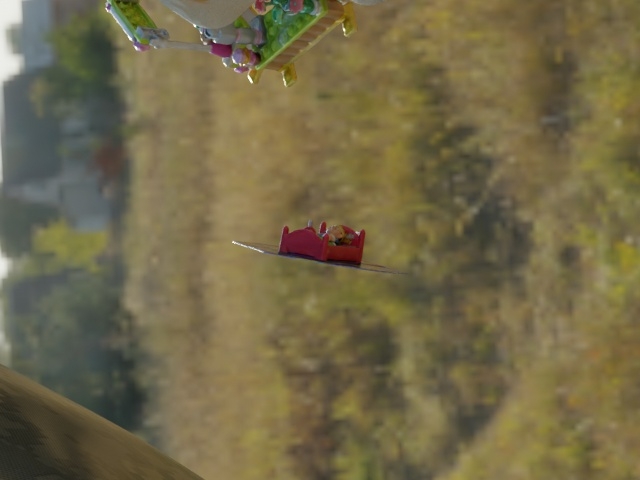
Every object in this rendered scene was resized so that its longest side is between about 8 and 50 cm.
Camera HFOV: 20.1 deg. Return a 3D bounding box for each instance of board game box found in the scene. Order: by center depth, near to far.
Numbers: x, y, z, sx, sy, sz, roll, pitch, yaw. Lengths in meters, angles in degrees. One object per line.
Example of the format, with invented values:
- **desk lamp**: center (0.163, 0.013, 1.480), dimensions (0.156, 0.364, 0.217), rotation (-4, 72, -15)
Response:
- **board game box**: center (0.000, 0.000, 1.611), dimensions (0.168, 0.133, 0.033), rotation (-165, 84, -71)

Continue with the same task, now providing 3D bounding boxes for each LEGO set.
- **LEGO set**: center (-0.068, -0.181, 1.328), dimensions (0.287, 0.107, 0.132), rotation (23, 106, 54)

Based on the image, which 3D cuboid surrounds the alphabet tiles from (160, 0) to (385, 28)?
- **alphabet tiles**: center (-0.026, -0.236, 0.929), dimensions (0.278, 0.284, 0.021), rotation (-40, 37, 27)

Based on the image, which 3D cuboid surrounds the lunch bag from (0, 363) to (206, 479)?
- **lunch bag**: center (-0.142, 0.102, 0.536), dimensions (0.169, 0.287, 0.235), rotation (-57, -27, -1)
